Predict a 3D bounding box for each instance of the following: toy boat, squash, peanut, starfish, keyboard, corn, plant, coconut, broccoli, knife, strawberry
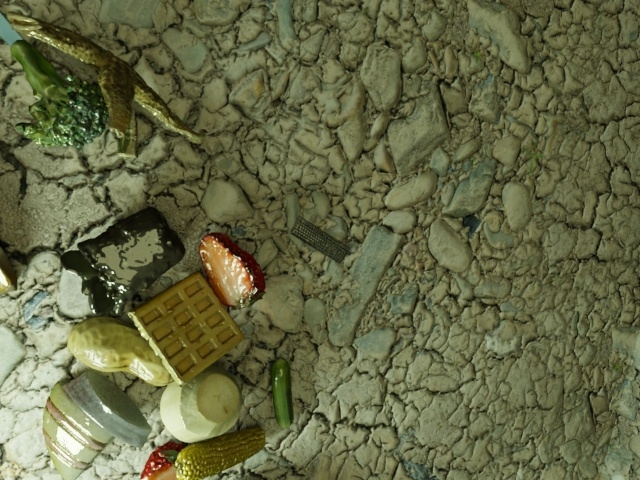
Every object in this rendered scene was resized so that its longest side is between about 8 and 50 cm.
[{"bbox_3d":[-0.647,0.505,1.204,0.294,0.111,0.275,-29,98,-2],"label":"toy boat"},{"bbox_3d":[-0.120,0.481,1.381,0.066,0.066,0.228,-8,101,-16],"label":"squash"},{"bbox_3d":[-0.521,0.301,1.190,0.306,0.147,0.146,23,90,-19],"label":"peanut"},{"bbox_3d":[-0.484,-0.372,1.047,0.082,0.324,0.432,-41,104,15],"label":"starfish"},{"bbox_3d":[0.000,0.000,1.382,0.198,0.010,0.063,32,89,-18],"label":"keyboard"},{"bbox_3d":[-0.293,0.618,1.275,0.310,0.102,0.101,6,96,-51],"label":"corn"},{"bbox_3d":[-0.504,0.045,1.142,0.276,0.188,0.198,-36,109,-12],"label":"plant"},{"bbox_3d":[-0.340,0.462,1.241,0.202,0.222,0.202,21,54,-33],"label":"coconut"},{"bbox_3d":[-0.658,-0.334,1.071,0.275,0.177,0.198,32,97,2],"label":"broccoli"},{"bbox_3d":[-0.793,-0.548,1.060,0.045,0.019,0.313,-37,107,-1],"label":"knife"},{"bbox_3d":[-0.452,0.695,1.294,0.175,0.098,0.228,24,100,-34],"label":"strawberry"},{"bbox_3d":[-0.242,0.074,1.263,0.111,0.190,0.236,-33,96,-52],"label":"strawberry"}]

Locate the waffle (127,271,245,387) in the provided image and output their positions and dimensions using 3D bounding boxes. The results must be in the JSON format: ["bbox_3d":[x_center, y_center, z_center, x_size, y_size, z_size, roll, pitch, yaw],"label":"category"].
[{"bbox_3d":[-0.358,0.234,1.201,0.221,0.055,0.247,-35,89,-38],"label":"waffle"}]

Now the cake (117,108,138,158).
[{"bbox_3d":[-0.517,-0.282,1.177,0.051,0.055,0.139,0,80,-16],"label":"cake"}]

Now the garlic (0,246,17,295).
[{"bbox_3d":[-0.872,0.016,1.061,0.143,0.112,0.318,-32,113,13],"label":"garlic"}]
